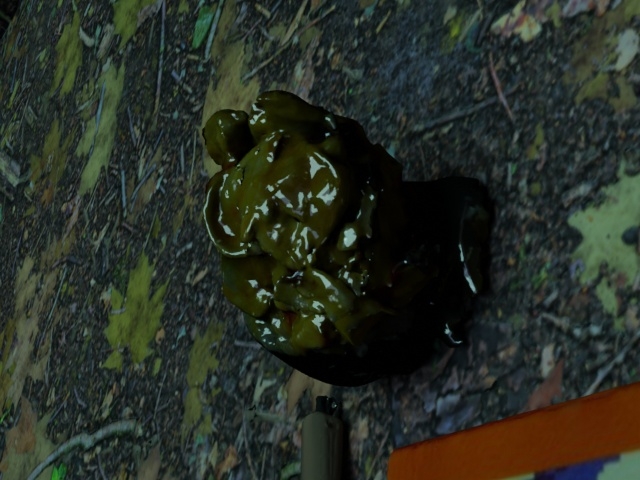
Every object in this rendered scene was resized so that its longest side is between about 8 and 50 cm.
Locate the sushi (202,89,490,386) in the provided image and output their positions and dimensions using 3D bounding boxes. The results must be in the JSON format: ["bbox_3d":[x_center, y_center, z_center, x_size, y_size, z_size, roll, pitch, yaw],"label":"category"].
[{"bbox_3d":[0.004,-0.003,1.022,0.200,0.204,0.213,-31,55,45],"label":"sushi"}]

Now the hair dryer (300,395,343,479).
[{"bbox_3d":[-0.001,0.210,1.081,0.117,0.064,0.181,-45,32,44],"label":"hair dryer"}]

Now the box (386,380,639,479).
[{"bbox_3d":[0.221,0.218,0.376,0.257,0.349,0.318,-30,50,52],"label":"box"}]
